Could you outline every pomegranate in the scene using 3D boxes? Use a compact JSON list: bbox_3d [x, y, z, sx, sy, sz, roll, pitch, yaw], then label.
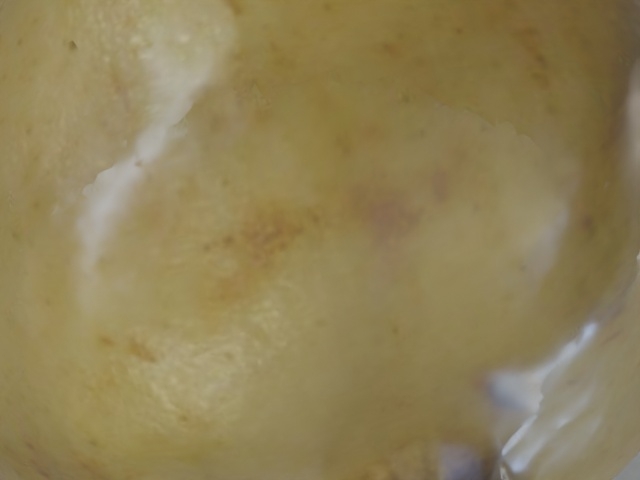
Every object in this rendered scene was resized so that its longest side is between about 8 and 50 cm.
[{"bbox_3d":[-0.002,-0.018,0.581,0.307,0.307,0.307,-7,104,-31],"label":"pomegranate"}]
